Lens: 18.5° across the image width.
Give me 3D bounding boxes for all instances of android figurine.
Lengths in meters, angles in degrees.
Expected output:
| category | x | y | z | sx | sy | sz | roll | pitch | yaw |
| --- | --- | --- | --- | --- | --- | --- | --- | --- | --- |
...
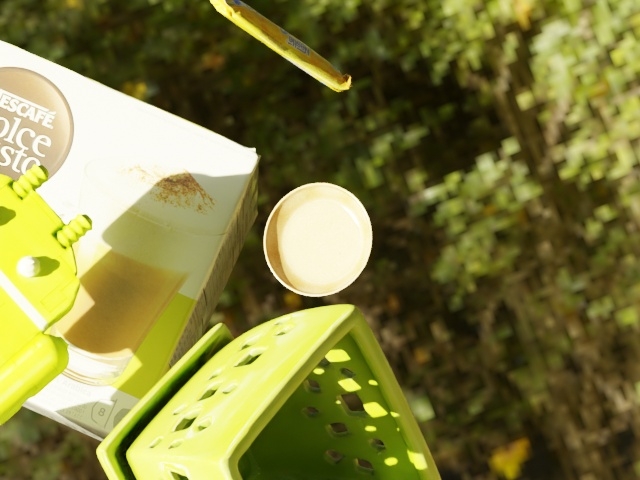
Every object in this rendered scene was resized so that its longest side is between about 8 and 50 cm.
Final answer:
| category | x | y | z | sx | sy | sz | roll | pitch | yaw |
| --- | --- | --- | --- | --- | --- | --- | --- | --- | --- |
| android figurine | -0.336 | 0.045 | 1.811 | 0.273 | 0.248 | 0.056 | -40 | -2 | -9 |

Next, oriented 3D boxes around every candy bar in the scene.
| category | x | y | z | sx | sy | sz | roll | pitch | yaw |
| --- | --- | --- | --- | --- | --- | --- | --- | --- | --- |
| candy bar | -0.034 | -0.159 | 1.549 | 0.161 | 0.040 | 0.018 | 30 | -87 | -42 |

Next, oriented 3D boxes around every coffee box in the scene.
| category | x | y | z | sx | sy | sz | roll | pitch | yaw |
| --- | --- | --- | --- | --- | --- | --- | --- | --- | --- |
| coffee box | -0.281 | 0.014 | 2.147 | 0.337 | 0.334 | 0.338 | 24 | -9 | 2 |

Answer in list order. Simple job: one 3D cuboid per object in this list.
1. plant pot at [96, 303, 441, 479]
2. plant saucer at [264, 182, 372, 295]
| category | x | y | z | sx | sy | sz | roll | pitch | yaw |
| --- | --- | --- | --- | --- | --- | --- | --- | --- | --- |
| plant pot | -0.056 | 0.207 | 1.782 | 0.207 | 0.227 | 0.228 | -1 | 35 | 42 |
| plant saucer | 0.000 | 0.000 | 1.437 | 0.083 | 0.083 | 0.015 | -22 | -13 | 15 |
